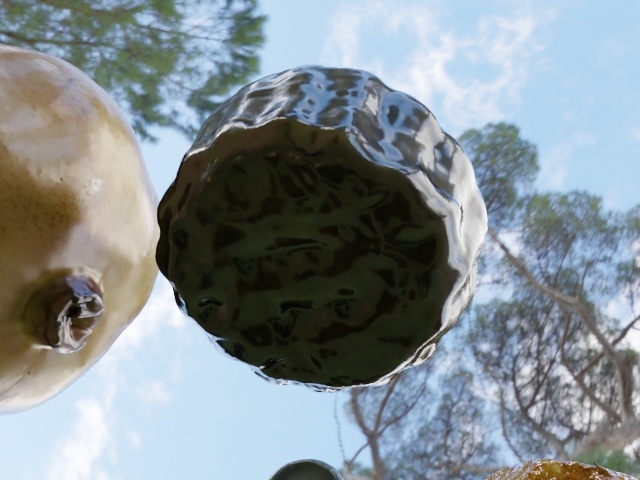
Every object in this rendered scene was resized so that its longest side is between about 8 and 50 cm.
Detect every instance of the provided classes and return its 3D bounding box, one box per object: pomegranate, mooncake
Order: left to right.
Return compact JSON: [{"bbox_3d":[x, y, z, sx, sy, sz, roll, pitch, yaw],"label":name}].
[{"bbox_3d":[-0.361,-0.003,1.061,0.417,0.416,0.416,7,-72,22],"label":"pomegranate"},{"bbox_3d":[0.000,0.000,0.854,0.290,0.161,0.290,6,-60,10],"label":"mooncake"}]

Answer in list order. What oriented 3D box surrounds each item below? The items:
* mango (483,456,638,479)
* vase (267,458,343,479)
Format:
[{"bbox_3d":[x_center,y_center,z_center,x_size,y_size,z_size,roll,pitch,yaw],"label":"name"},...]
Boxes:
[{"bbox_3d":[0.282,0.383,1.243,0.350,0.201,0.199,-26,-106,49],"label":"mango"},{"bbox_3d":[0.015,0.392,1.225,0.251,0.156,0.301,-5,-41,9],"label":"vase"}]
